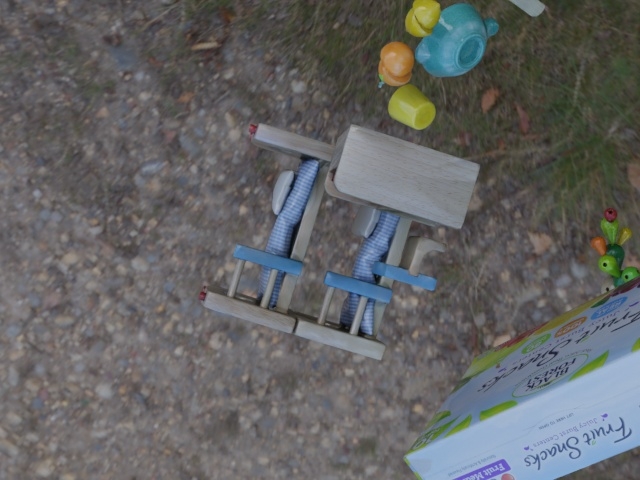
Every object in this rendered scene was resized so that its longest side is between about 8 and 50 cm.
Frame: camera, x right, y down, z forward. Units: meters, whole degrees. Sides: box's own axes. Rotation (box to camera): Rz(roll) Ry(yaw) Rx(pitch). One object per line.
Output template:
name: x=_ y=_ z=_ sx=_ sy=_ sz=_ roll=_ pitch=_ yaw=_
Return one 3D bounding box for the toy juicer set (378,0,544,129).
toy juicer set: x=0.216 y=-0.360 z=1.595 sx=0.329 sy=0.089 sz=0.209 roll=-44 pitch=138 yaw=-1

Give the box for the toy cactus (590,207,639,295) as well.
toy cactus: x=0.505 y=0.065 z=1.557 sx=0.112 sy=0.180 sz=0.219 roll=-22 pitch=73 yaw=-2

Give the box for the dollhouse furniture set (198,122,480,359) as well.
dollhouse furniture set: x=0.000 y=0.000 z=0.589 sx=0.129 sy=0.184 sz=0.129 roll=17 pitch=90 yaw=-4

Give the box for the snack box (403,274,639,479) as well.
snack box: x=0.113 y=0.056 z=0.393 sx=0.141 sy=0.100 sz=0.037 roll=-34 pitch=92 yaw=33
